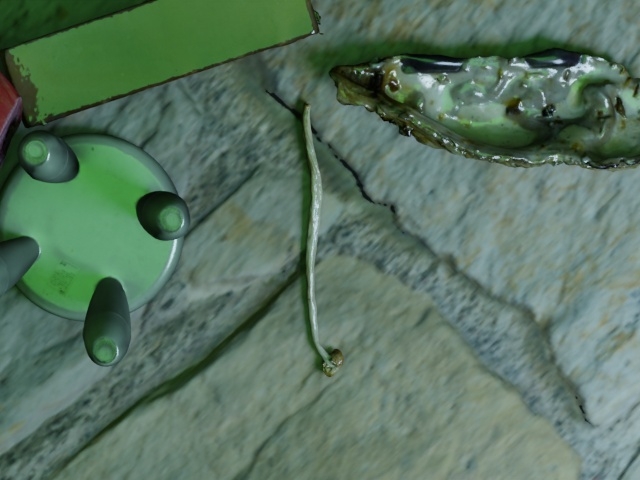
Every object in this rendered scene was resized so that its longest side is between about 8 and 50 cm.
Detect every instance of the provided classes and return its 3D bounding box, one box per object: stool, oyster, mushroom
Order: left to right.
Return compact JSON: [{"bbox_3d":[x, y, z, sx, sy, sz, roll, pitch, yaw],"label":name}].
[{"bbox_3d":[-0.238,-0.001,1.842,0.195,0.199,0.195,27,98,-3],"label":"stool"},{"bbox_3d":[-0.006,0.001,1.935,0.028,0.026,0.286,-9,97,-16],"label":"mushroom"},{"bbox_3d":[0.178,-0.137,1.898,0.345,0.078,0.129,7,77,0],"label":"oyster"}]

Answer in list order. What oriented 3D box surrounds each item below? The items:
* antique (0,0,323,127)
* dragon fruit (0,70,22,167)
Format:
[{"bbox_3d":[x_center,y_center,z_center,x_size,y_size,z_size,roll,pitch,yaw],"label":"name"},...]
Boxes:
[{"bbox_3d":[-0.155,-0.199,1.866,0.309,0.093,0.087,-18,98,2],"label":"antique"},{"bbox_3d":[-0.438,-0.112,1.762,0.291,0.269,0.250,18,110,-3],"label":"dragon fruit"}]
